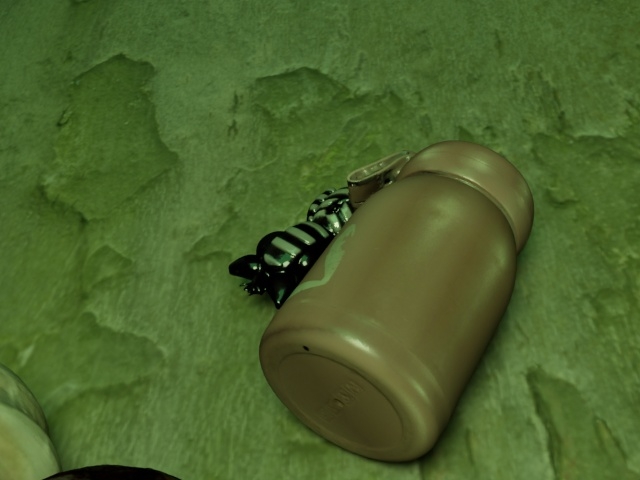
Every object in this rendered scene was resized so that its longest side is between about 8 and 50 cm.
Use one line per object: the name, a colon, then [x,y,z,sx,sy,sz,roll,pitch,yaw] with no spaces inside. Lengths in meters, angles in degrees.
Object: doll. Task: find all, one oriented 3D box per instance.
doll: [0.000,0.000,0.963,0.091,0.067,0.219,32,54,34]

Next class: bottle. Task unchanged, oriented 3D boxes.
bottle: [0.073,0.032,0.835,0.206,0.173,0.297,15,51,29]

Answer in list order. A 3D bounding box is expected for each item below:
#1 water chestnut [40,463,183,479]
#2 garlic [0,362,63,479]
water chestnut: [-0.148,0.270,0.641,0.238,0.224,0.224,19,34,-30]
garlic: [-0.348,0.175,0.781,0.281,0.203,0.185,7,29,25]
